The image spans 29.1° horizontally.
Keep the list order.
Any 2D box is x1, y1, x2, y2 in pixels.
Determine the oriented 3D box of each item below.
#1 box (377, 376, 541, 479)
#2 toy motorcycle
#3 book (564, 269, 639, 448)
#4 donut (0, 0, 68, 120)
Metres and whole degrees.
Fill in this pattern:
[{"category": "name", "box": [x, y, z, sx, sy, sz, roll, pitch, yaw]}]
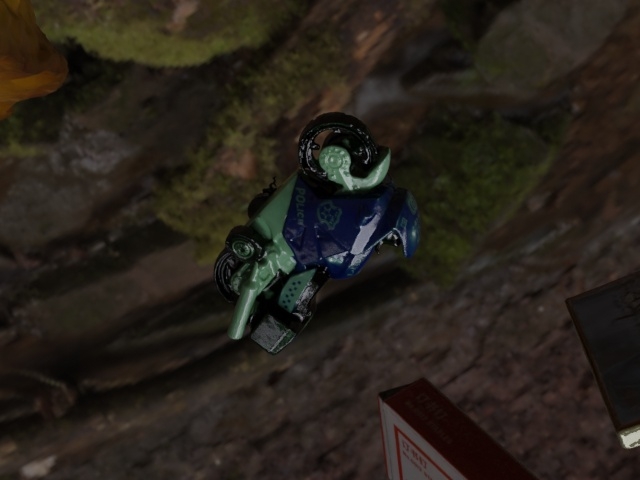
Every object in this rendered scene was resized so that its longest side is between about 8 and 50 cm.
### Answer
[{"category": "box", "box": [0.134, 0.218, 1.015, 0.050, 0.229, 0.123, -28, 135, -23]}, {"category": "toy motorcycle", "box": [0.000, 0.000, 1.510, 0.331, 0.196, 0.125, -53, -176, 33]}, {"category": "book", "box": [0.401, 0.038, 1.031, 0.374, 0.028, 0.262, -23, -161, 10]}, {"category": "donut", "box": [-0.327, -0.137, 0.483, 0.435, 0.163, 0.377, 2, 176, -24]}]
